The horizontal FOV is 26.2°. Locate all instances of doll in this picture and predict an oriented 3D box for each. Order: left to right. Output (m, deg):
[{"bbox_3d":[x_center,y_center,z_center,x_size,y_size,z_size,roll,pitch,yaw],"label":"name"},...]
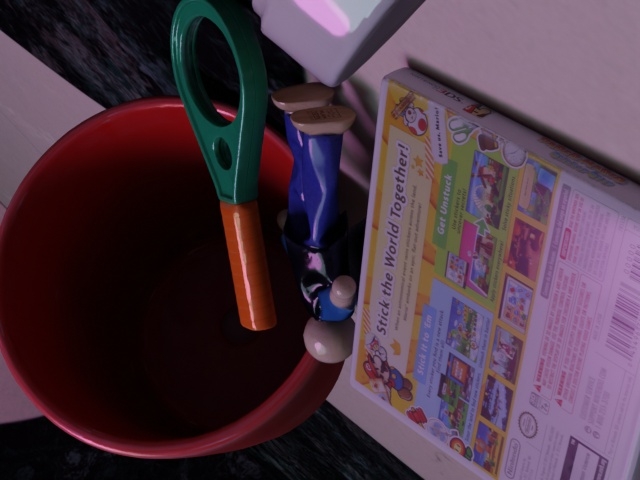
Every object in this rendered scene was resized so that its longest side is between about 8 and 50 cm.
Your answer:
[{"bbox_3d":[0.000,0.000,0.891,0.129,0.046,0.189,-126,28,-56],"label":"doll"}]

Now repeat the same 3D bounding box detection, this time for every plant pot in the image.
[{"bbox_3d":[-0.092,0.051,1.103,0.275,0.275,0.243,37,175,19],"label":"plant pot"}]

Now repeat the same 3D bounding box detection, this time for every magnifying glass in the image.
[{"bbox_3d":[-0.057,-0.051,0.916,0.092,0.026,0.231,18,120,53],"label":"magnifying glass"}]

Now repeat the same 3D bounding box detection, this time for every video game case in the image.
[{"bbox_3d":[0.105,0.043,0.769,0.206,0.026,0.227,32,134,34],"label":"video game case"}]

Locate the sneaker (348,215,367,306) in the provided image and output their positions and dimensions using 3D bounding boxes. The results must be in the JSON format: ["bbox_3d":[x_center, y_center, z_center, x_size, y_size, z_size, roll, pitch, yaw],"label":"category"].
[{"bbox_3d":[0.087,0.047,0.880,0.125,0.104,0.262,52,162,-27],"label":"sneaker"}]

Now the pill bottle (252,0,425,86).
[{"bbox_3d":[-0.056,-0.191,0.458,0.278,0.162,0.162,41,165,0],"label":"pill bottle"}]
